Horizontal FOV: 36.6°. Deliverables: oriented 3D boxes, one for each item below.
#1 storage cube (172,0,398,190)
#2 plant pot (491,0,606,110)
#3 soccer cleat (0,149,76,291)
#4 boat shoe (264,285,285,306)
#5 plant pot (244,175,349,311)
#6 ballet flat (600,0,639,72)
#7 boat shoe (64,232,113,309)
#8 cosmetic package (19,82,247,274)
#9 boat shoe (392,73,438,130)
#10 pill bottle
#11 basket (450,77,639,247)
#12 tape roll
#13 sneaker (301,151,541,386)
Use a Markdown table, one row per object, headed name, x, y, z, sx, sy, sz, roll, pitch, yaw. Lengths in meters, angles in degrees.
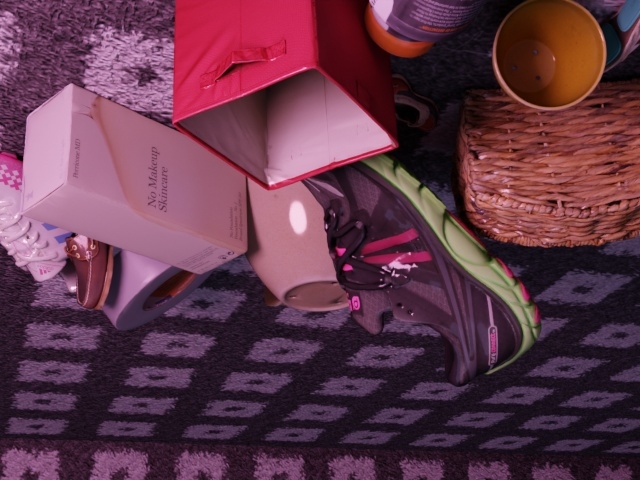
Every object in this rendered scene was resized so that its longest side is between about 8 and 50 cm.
| name | x | y | z | sx | sy | sz | roll | pitch | yaw |
| --- | --- | --- | --- | --- | --- | --- | --- | --- | --- |
| storage cube | -0.038 | -0.199 | 1.083 | 0.183 | 0.193 | 0.215 | -17 | 150 | 26 |
| plant pot | 0.265 | -0.218 | 1.176 | 0.134 | 0.134 | 0.095 | -2 | 180 | -3 |
| soccer cleat | -0.440 | -0.024 | 1.458 | 0.116 | 0.143 | 0.331 | -15 | 152 | 23 |
| boat shoe | -0.020 | 0.076 | 1.803 | 0.073 | 0.080 | 0.223 | 9 | 158 | -36 |
| plant pot | 0.000 | 0.000 | 1.508 | 0.284 | 0.191 | 0.284 | -3 | 154 | -2 |
| ballet flat | 0.377 | -0.256 | 1.176 | 0.052 | 0.057 | 0.168 | -5 | 157 | -19 |
| boat shoe | -0.352 | 0.000 | 1.462 | 0.073 | 0.207 | 0.073 | 8 | 175 | -39 |
| cosmetic package | -0.252 | -0.076 | 1.356 | 0.113 | 0.160 | 0.309 | -25 | 148 | 36 |
| boat shoe | 0.123 | -0.178 | 1.319 | 0.049 | 0.043 | 0.137 | -18 | 152 | 25 |
| pill bottle | 0.125 | -0.290 | 0.982 | 0.130 | 0.130 | 0.246 | 5 | 153 | -17 |
| basket | 0.342 | -0.077 | 1.358 | 0.299 | 0.213 | 0.223 | -3 | 154 | 1 |
| tape roll | -0.265 | 0.052 | 1.591 | 0.219 | 0.072 | 0.219 | -37 | 168 | -9 |
| sneaker | 0.086 | 0.013 | 1.319 | 0.202 | 0.483 | 0.185 | -46 | -179 | 3 |
